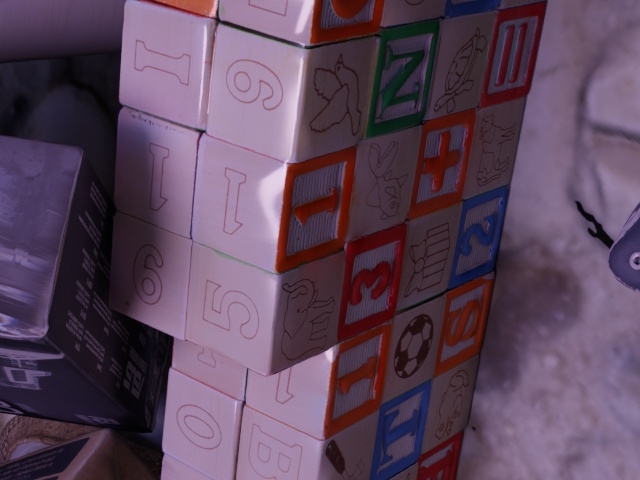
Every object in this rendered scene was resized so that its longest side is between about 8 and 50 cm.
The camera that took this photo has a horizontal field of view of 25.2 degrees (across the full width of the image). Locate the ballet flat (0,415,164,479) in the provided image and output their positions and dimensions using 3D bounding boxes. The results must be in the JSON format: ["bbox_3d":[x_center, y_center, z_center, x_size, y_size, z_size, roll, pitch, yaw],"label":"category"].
[{"bbox_3d":[-0.131,0.143,0.818,0.206,0.067,0.073,6,106,37],"label":"ballet flat"}]

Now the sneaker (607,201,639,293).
[{"bbox_3d":[0.138,-0.072,0.535,0.226,0.086,0.163,49,124,15],"label":"sneaker"}]

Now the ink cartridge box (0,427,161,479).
[{"bbox_3d":[-0.110,0.223,0.752,0.193,0.088,0.235,-22,114,43],"label":"ink cartridge box"}]

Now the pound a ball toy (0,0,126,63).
[{"bbox_3d":[-0.180,-0.174,0.596,0.135,0.319,0.208,24,117,42],"label":"pound a ball toy"}]

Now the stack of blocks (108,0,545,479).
[{"bbox_3d":[0.000,0.000,0.609,0.087,0.171,0.297,21,115,32],"label":"stack of blocks"}]

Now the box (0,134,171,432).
[{"bbox_3d":[-0.204,0.019,0.646,0.242,0.307,0.077,8,76,2],"label":"box"}]
